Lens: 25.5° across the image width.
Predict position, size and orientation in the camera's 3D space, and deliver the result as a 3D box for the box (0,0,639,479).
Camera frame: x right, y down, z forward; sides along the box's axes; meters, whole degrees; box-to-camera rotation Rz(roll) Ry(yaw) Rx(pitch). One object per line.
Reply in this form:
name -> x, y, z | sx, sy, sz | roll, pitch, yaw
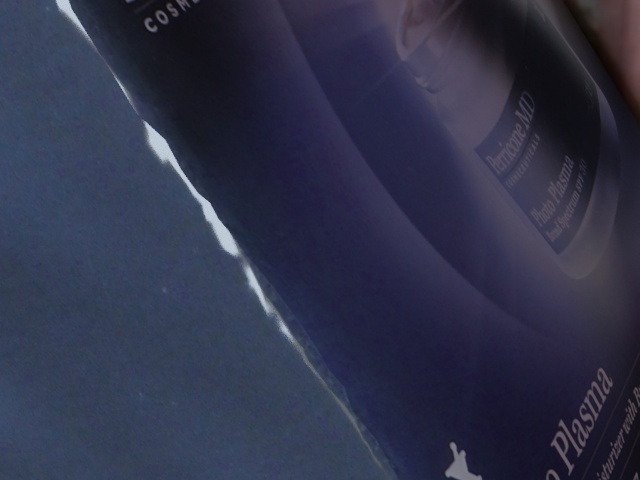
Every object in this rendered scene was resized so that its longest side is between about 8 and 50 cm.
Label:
box -> 0.000, 0.000, 0.569 | 0.182, 0.296, 0.294 | -26, 104, 36
